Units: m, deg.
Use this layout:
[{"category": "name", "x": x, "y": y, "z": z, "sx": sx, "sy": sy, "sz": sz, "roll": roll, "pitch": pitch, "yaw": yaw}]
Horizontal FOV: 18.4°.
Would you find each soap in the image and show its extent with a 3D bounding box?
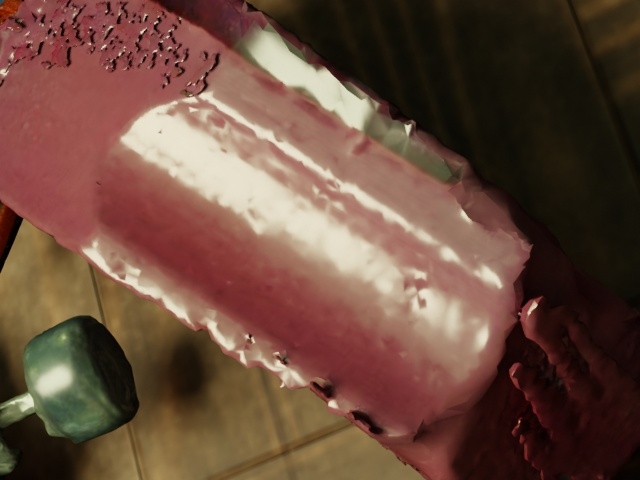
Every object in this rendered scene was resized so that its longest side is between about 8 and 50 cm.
[{"category": "soap", "x": 0.000, "y": 0.000, "z": 0.754, "sx": 0.289, "sy": 0.182, "sz": 0.112, "roll": 35, "pitch": 91, "yaw": 14}]

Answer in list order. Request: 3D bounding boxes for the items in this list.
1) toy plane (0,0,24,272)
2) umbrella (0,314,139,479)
[{"category": "toy plane", "x": -0.124, "y": -0.059, "z": 0.907, "sx": 0.130, "sy": 0.061, "sz": 0.189, "roll": 11, "pitch": 84, "yaw": 28}, {"category": "umbrella", "x": -0.234, "y": 0.116, "z": 0.876, "sx": 0.349, "sy": 0.143, "sz": 0.094, "roll": -26, "pitch": 32, "yaw": 17}]
